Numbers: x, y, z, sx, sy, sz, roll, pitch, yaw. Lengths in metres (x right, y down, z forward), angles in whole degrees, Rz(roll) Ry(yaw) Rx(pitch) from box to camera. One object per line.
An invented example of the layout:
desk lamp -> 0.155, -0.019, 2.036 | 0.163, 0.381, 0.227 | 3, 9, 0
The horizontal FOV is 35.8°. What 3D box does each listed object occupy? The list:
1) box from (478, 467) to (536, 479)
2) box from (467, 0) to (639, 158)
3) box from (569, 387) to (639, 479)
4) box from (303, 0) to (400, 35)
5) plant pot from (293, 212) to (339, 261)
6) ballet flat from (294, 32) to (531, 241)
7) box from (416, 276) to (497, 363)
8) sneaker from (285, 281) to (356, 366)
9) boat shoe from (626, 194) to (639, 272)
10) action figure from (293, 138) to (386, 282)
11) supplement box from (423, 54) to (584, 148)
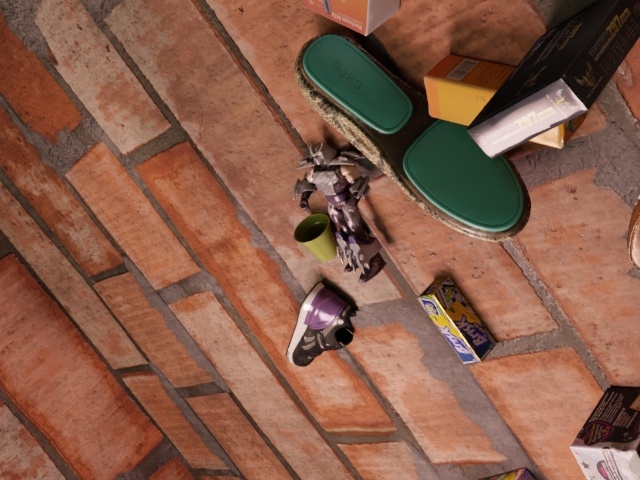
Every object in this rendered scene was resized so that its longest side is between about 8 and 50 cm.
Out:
box -> 0.351, 0.676, 2.151 | 0.177, 0.290, 0.279 | 48, 147, -1
box -> 0.313, -0.221, 1.281 | 0.059, 0.233, 0.183 | 47, 148, -12
box -> 0.568, 0.402, 1.725 | 0.142, 0.163, 0.247 | -10, 118, 51
box -> 0.049, -0.421, 1.497 | 0.130, 0.091, 0.170 | 30, 143, 24
plant pot -> 0.000, 0.000, 2.030 | 0.083, 0.083, 0.079 | 8, 144, 44
ballet flat -> 0.151, -0.157, 1.639 | 0.483, 0.164, 0.182 | 42, 169, 17
box -> 0.263, 0.155, 1.903 | 0.169, 0.059, 0.054 | 53, 149, -10
sneaker -> 0.005, 0.222, 2.233 | 0.124, 0.107, 0.283 | 31, 145, 13
boat shoe -> 0.492, -0.041, 1.389 | 0.110, 0.104, 0.307 | 33, 145, 20
action figure -> 0.040, -0.066, 1.888 | 0.185, 0.099, 0.285 | 10, 129, 55
supplement box -> 0.273, -0.211, 1.483 | 0.233, 0.080, 0.078 | 22, 141, 36
